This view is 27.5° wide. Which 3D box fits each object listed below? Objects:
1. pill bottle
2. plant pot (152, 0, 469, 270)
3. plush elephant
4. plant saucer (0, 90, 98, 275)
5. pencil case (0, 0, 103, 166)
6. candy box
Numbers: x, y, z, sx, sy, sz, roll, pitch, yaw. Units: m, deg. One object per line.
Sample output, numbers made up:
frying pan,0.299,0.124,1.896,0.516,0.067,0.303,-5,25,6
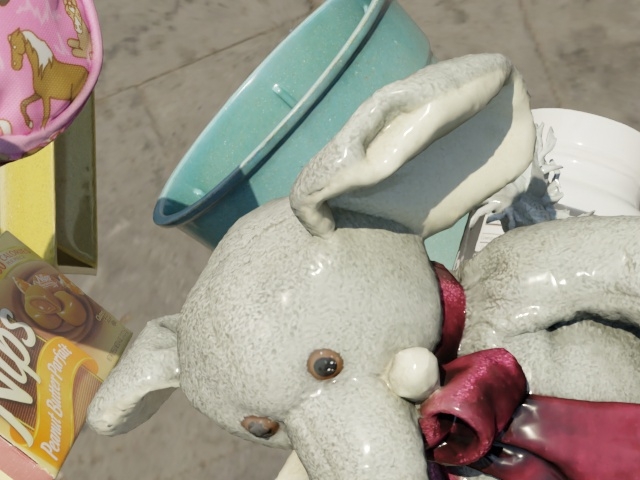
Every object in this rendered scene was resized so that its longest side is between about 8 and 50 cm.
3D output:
pill bottle,0.194,0.039,1.125,0.162,0.162,0.279,19,79,-4
plant pot,0.064,-0.043,1.357,0.334,0.341,0.341,41,96,-16
plush elephant,0.053,0.067,0.578,0.255,0.330,0.272,2,141,-33
plant saucer,-0.357,-0.120,1.709,0.081,0.333,0.333,-1,88,-2
pencil case,-0.314,-0.113,0.930,0.167,0.386,0.160,52,52,-26
candy box,-0.311,0.125,1.290,0.183,0.316,0.087,40,109,-9
